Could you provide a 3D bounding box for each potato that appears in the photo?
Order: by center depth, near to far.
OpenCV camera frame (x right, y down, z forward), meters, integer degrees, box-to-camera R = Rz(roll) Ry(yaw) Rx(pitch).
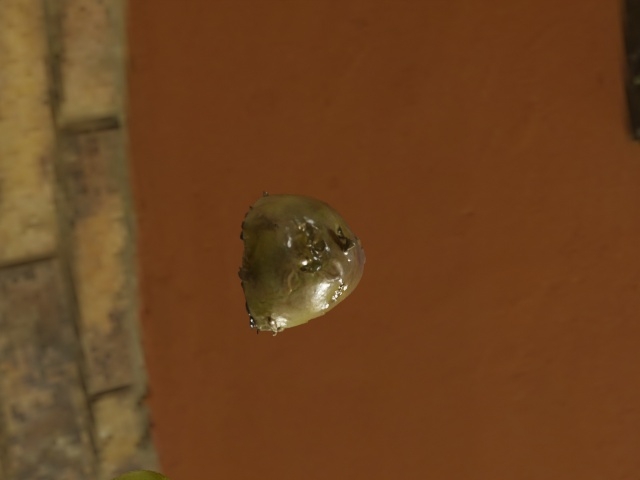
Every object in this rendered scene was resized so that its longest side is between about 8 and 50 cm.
[{"bbox_3d":[0.000,0.000,1.673,0.089,0.172,0.100,-4,-67,27],"label":"potato"}]

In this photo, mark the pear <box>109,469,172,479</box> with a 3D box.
[{"bbox_3d":[-0.150,0.228,1.594,0.097,0.092,0.092,11,-69,9],"label":"pear"}]
